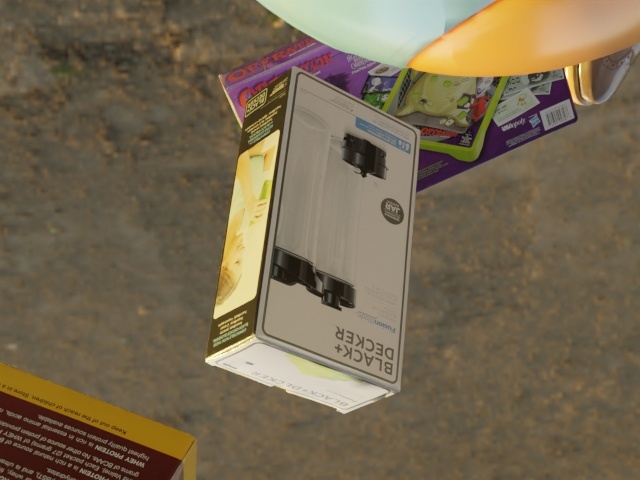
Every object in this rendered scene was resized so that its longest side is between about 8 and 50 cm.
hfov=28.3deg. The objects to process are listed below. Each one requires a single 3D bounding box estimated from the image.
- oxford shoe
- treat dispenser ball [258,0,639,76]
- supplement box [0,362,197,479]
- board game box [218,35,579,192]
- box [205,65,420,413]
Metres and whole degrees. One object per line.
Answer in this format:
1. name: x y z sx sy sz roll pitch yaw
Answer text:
1. oxford shoe: 0.436 -0.329 1.657 0.130 0.133 0.364 -5 124 -45
2. treat dispenser ball: 0.064 -0.207 0.486 0.288 0.288 0.288 -5 154 -2
3. supplement box: -0.199 0.189 0.728 0.191 0.194 0.129 18 134 12
4. board game box: 0.089 -0.152 1.350 0.347 0.056 0.208 -24 125 -2
5. box: 0.000 0.000 1.213 0.169 0.290 0.087 25 148 -29
